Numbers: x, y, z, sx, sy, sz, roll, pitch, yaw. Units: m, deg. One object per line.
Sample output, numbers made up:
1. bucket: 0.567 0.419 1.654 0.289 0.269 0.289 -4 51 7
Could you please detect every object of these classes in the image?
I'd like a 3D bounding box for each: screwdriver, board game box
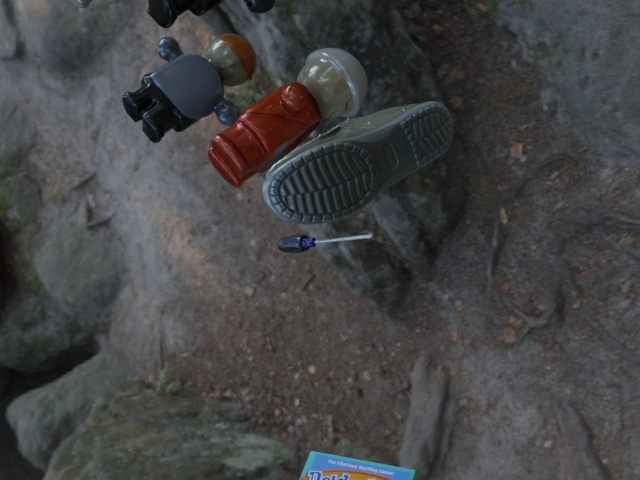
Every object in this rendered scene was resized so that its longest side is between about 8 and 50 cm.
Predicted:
1. screwdriver: 0.000 0.000 0.785 0.170 0.025 0.024 -8 70 56
2. board game box: 0.030 0.390 0.897 0.160 0.210 0.047 4 124 19

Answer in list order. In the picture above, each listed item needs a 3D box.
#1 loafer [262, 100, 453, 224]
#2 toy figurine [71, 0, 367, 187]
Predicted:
1. loafer: 0.040 -0.095 0.808 0.087 0.251 0.094 29 140 61
2. toy figurine: -0.081 -0.171 0.527 0.210 0.148 0.213 27 149 44
